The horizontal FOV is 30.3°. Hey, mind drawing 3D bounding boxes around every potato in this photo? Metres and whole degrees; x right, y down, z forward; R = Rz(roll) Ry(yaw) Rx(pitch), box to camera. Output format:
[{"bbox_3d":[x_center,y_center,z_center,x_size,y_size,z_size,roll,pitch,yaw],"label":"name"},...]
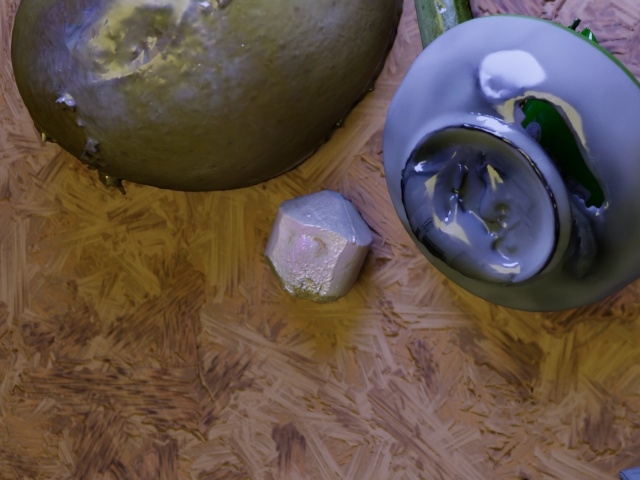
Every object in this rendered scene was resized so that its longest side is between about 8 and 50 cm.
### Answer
[{"bbox_3d":[-0.161,-0.256,1.310,0.442,0.319,0.385,-38,79,26],"label":"potato"}]

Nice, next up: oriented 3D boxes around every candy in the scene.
[{"bbox_3d":[0.282,-0.106,1.208,0.141,0.078,0.203,-47,70,28],"label":"candy"}]

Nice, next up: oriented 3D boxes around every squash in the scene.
[{"bbox_3d":[0.141,-0.219,1.280,0.066,0.066,0.229,-12,89,31],"label":"squash"}]

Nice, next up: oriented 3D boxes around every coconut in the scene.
[{"bbox_3d":[0.000,0.000,1.363,0.116,0.116,0.122,28,114,24],"label":"coconut"}]

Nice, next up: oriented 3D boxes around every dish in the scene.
[{"bbox_3d":[0.180,-0.052,1.181,0.324,0.124,0.324,23,131,29],"label":"dish"}]

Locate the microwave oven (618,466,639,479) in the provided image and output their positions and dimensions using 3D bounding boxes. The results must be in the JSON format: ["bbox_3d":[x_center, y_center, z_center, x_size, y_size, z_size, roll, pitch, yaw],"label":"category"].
[{"bbox_3d":[0.428,0.371,1.055,0.286,0.218,0.355,-11,100,-3],"label":"microwave oven"}]

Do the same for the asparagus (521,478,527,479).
[{"bbox_3d":[0.268,0.378,1.317,0.023,0.022,0.233,-21,82,-14],"label":"asparagus"}]
